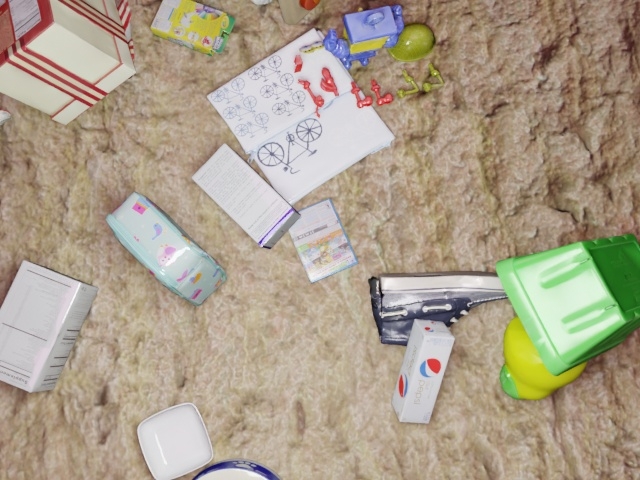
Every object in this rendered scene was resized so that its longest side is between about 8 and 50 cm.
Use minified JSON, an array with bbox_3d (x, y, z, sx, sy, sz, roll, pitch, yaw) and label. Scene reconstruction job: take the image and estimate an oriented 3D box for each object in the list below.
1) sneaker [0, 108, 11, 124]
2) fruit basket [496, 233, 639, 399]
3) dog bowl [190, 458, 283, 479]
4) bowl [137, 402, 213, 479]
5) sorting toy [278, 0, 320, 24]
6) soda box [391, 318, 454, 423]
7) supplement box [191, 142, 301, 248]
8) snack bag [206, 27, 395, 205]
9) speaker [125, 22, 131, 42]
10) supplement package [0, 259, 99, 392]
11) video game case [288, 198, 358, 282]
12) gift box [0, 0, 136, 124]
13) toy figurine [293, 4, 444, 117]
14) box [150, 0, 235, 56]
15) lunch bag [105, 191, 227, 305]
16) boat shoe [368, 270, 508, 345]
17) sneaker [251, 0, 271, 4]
[{"bbox_3d":[-0.783,-0.206,1.515,0.093,0.088,0.225,39,82,-16],"label":"sneaker"},{"bbox_3d":[0.497,0.164,1.394,0.392,0.392,0.282,-22,74,-5],"label":"fruit basket"},{"bbox_3d":[-0.181,0.599,1.383,0.265,0.104,0.264,0,81,-1],"label":"dog bowl"},{"bbox_3d":[-0.310,0.431,1.432,0.142,0.053,0.142,-22,83,-5],"label":"bowl"},{"bbox_3d":[-0.008,-0.634,1.481,0.229,0.307,0.041,-40,72,-6],"label":"sorting toy"},{"bbox_3d":[0.215,0.279,1.408,0.069,0.074,0.216,8,110,-15],"label":"soda box"},{"bbox_3d":[-0.163,-0.096,1.480,0.220,0.111,0.114,43,92,6],"label":"supplement box"},{"bbox_3d":[-0.045,-0.288,1.562,0.323,0.037,0.342,-33,83,-7],"label":"snack bag"},{"bbox_3d":[-0.474,-0.454,1.567,0.055,0.055,0.136,-5,81,-2],"label":"speaker"},{"bbox_3d":[-0.604,0.185,1.421,0.139,0.134,0.244,22,81,2],"label":"supplement package"},{"bbox_3d":[0.000,0.000,1.528,0.119,0.015,0.166,-23,82,-6],"label":"video game case"},{"bbox_3d":[-0.563,-0.446,1.435,0.255,0.258,0.276,-25,66,21],"label":"gift box"},{"bbox_3d":[0.133,-0.431,1.476,0.363,0.217,0.191,-14,78,-12],"label":"toy figurine"},{"bbox_3d":[-0.302,-0.515,1.588,0.179,0.043,0.105,21,81,4],"label":"box"},{"bbox_3d":[-0.320,0.020,1.387,0.224,0.279,0.108,41,82,16],"label":"lunch bag"},{"bbox_3d":[0.276,0.152,1.471,0.341,0.127,0.158,-1,93,1],"label":"boat shoe"},{"bbox_3d":[-0.138,-0.673,1.604,0.115,0.090,0.232,19,73,9],"label":"sneaker"}]
